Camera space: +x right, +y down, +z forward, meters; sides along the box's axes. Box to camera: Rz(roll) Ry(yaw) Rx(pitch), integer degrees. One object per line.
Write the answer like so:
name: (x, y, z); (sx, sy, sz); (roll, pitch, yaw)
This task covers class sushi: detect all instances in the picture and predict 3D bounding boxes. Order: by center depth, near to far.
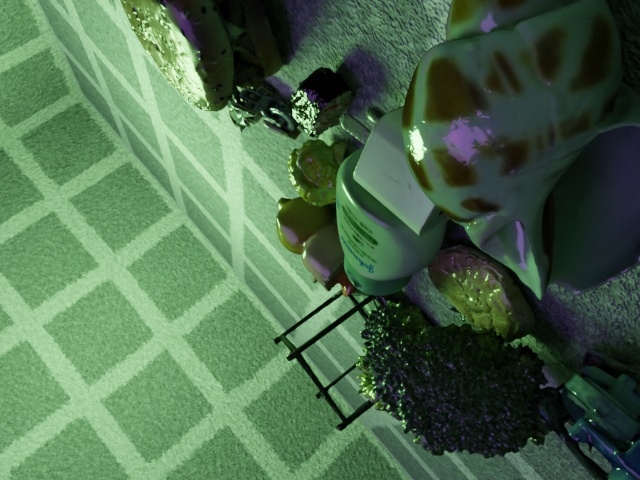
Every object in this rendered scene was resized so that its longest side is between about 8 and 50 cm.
sushi: (0.002, -0.236, 0.945); (0.078, 0.090, 0.150); (53, 164, 4)

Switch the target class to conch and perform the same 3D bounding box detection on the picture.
conch: (0.205, -0.116, 0.527); (0.249, 0.197, 0.368); (4, 142, 22)

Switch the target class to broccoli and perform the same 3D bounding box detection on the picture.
broccoli: (0.215, 0.233, 1.029); (0.353, 0.275, 0.397); (46, 179, -22)

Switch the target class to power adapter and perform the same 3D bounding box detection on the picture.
power adapter: (0.120, -0.126, 0.779); (0.205, 0.130, 0.125); (44, 137, 22)

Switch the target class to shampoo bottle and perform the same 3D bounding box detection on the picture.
shampoo bottle: (0.117, -0.014, 1.000); (0.222, 0.151, 0.349); (46, 162, 21)

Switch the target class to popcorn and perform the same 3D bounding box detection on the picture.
popcorn: (-0.001, -0.132, 1.081); (0.141, 0.135, 0.162); (30, 150, -4)

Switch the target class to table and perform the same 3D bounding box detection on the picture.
table: (0.062, 0.285, 1.425); (0.222, 0.272, 0.335); (54, 170, -3)

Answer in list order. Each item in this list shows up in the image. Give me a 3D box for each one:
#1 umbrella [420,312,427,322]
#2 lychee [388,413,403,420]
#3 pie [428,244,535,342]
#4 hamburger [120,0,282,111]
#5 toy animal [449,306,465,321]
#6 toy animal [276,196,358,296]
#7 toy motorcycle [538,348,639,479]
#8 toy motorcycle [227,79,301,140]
umbrella: (0.249, 0.224, 1.290); (0.143, 0.062, 0.067); (54, 142, 6)
lychee: (0.237, 0.408, 1.530); (0.165, 0.165, 0.197); (161, 110, -71)
pie: (0.280, 0.088, 0.963); (0.218, 0.052, 0.185); (43, 162, 27)
hamburger: (-0.215, -0.390, 1.005); (0.318, 0.195, 0.277); (36, 155, 43)
toy animal: (0.292, 0.148, 1.087); (0.050, 0.028, 0.084); (60, 162, -1)
toy animal: (-0.004, -0.001, 1.298); (0.281, 0.169, 0.195); (49, 120, 23)
toy motorcycle: (0.483, 0.291, 0.754); (0.319, 0.241, 0.182); (44, 121, 29)
toy motorcycle: (-0.135, -0.283, 1.198); (0.229, 0.094, 0.130); (29, 159, 22)
